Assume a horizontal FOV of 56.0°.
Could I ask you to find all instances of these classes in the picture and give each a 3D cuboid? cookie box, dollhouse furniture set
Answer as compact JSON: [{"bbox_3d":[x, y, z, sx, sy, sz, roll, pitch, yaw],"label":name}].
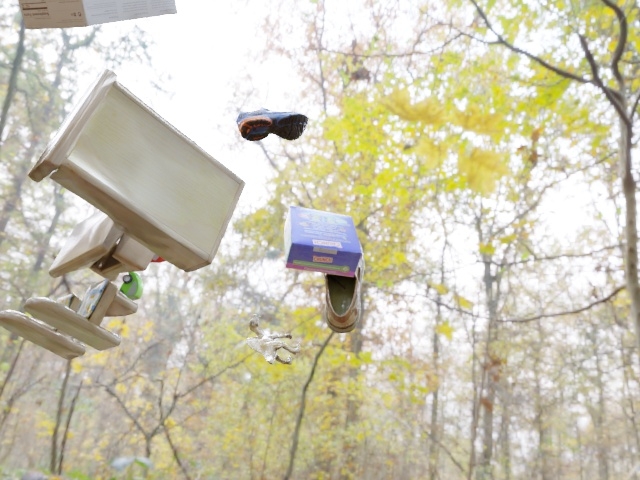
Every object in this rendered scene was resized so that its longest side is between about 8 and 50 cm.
[{"bbox_3d":[0.000,0.000,0.794,0.092,0.107,0.040,9,-63,-9],"label":"cookie box"},{"bbox_3d":[-0.354,-0.048,0.954,0.394,0.362,0.256,-19,-47,43],"label":"dollhouse furniture set"}]

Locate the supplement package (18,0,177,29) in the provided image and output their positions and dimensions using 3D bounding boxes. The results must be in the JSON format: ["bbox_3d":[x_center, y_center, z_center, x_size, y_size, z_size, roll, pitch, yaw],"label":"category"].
[{"bbox_3d":[-0.482,-0.545,1.296,0.204,0.262,0.145,10,-63,30],"label":"supplement package"}]

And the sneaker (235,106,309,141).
[{"bbox_3d":[-0.126,-0.317,1.584,0.221,0.087,0.083,-7,-46,-37],"label":"sneaker"}]

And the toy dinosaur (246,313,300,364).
[{"bbox_3d":[-0.089,0.199,1.094,0.093,0.053,0.183,16,14,-22],"label":"toy dinosaur"}]

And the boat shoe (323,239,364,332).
[{"bbox_3d":[0.065,0.091,1.681,0.123,0.323,0.120,-4,-26,3],"label":"boat shoe"}]

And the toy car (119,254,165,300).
[{"bbox_3d":[-0.427,0.068,1.450,0.053,0.224,0.239,23,-16,2],"label":"toy car"}]
